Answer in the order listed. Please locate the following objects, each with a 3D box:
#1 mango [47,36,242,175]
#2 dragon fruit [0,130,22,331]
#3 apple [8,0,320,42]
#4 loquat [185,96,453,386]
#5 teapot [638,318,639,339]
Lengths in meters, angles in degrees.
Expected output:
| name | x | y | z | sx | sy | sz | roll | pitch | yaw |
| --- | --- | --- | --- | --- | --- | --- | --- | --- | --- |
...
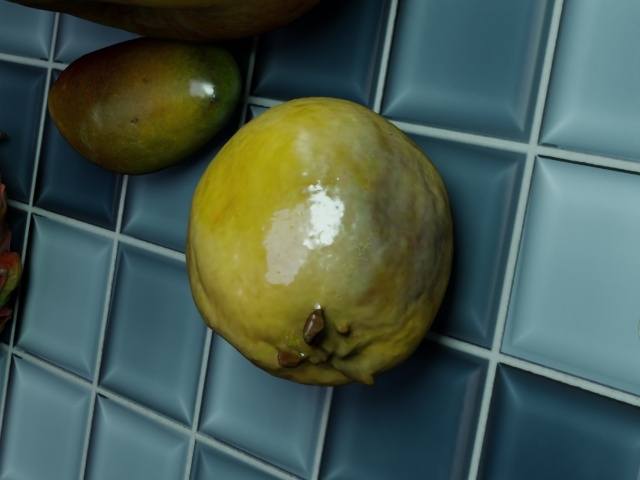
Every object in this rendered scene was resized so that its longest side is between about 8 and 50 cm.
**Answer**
| name | x | y | z | sx | sy | sz | roll | pitch | yaw |
| --- | --- | --- | --- | --- | --- | --- | --- | --- | --- |
| mango | -0.168 | -0.131 | 1.224 | 0.267 | 0.111 | 0.133 | -1 | 71 | 45 |
| dragon fruit | -0.488 | 0.044 | 1.432 | 0.296 | 0.314 | 0.263 | -116 | 18 | -58 |
| apple | -0.140 | -0.342 | 1.026 | 0.400 | 0.400 | 0.334 | 5 | 88 | 43 |
| loquat | 0.000 | 0.000 | 1.009 | 0.238 | 0.193 | 0.238 | -21 | 53 | 30 |
| teapot | 0.318 | 0.153 | 0.716 | 0.149 | 0.220 | 0.318 | -31 | 23 | 10 |
